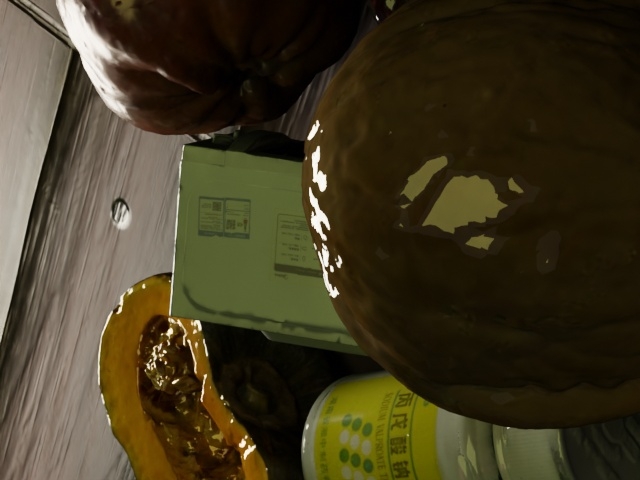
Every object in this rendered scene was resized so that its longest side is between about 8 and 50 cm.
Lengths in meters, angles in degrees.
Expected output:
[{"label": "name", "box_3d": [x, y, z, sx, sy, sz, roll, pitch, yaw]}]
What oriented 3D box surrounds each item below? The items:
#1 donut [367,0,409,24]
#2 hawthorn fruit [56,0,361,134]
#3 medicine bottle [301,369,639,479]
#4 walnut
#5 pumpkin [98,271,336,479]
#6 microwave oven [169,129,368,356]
[{"label": "donut", "box_3d": [0.146, -0.293, 1.169, 0.345, 0.136, 0.259, -41, 67, 39]}, {"label": "hawthorn fruit", "box_3d": [-0.100, -0.212, 1.350, 0.262, 0.258, 0.258, 43, 125, 48]}, {"label": "medicine bottle", "box_3d": [0.119, 0.158, 1.263, 0.258, 0.143, 0.143, -13, 88, 43]}, {"label": "walnut", "box_3d": [0.151, -0.026, 1.074, 0.333, 0.333, 0.333, 9, 103, 43]}, {"label": "pumpkin", "box_3d": [-0.085, 0.185, 1.445, 0.222, 0.139, 0.317, -50, 56, 38]}, {"label": "microwave oven", "box_3d": [0.000, 0.000, 1.319, 0.208, 0.122, 0.162, 9, 102, 18]}]
